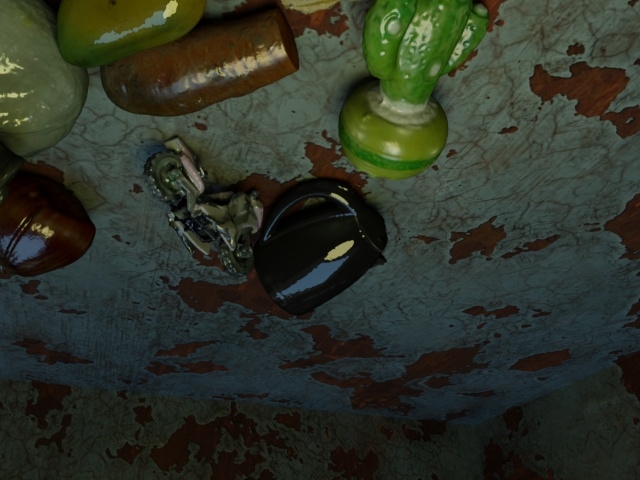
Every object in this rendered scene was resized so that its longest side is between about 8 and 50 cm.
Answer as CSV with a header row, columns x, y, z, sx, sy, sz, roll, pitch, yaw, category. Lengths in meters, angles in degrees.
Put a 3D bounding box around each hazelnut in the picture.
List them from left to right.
x,y,z,sx,sy,sz,roll,pitch,yaw,category
-0.610,-0.025,1.138,0.229,0.229,0.229,0,147,0,hazelnut

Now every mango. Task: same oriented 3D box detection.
x,y,z,sx,sy,sz,roll,pitch,yaw,category
-0.268,-0.333,0.749,0.237,0.091,0.137,-17,105,4,mango

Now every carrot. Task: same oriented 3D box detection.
x,y,z,sx,sy,sz,roll,pitch,yaw,category
-0.191,-0.272,0.844,0.302,0.139,0.139,-10,145,13,carrot

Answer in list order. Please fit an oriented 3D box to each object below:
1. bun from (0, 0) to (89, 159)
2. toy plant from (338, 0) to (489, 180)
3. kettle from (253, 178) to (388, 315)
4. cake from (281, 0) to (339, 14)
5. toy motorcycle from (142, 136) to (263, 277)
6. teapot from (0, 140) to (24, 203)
x,y,z,sx,sy,sz,roll,pitch,yaw,category
-0.546,-0.246,0.804,0.362,0.211,0.362,2,145,1,bun
0.147,-0.260,0.840,0.224,0.184,0.316,-18,147,-26,toy plant
0.000,0.000,1.220,0.290,0.207,0.268,-30,114,24,kettle
0.018,-0.349,0.749,0.185,0.116,0.080,-13,140,11,cake
-0.226,-0.077,1.127,0.143,0.188,0.327,-11,132,34,toy motorcycle
-0.555,-0.090,0.712,0.239,0.321,0.239,42,91,-25,teapot
